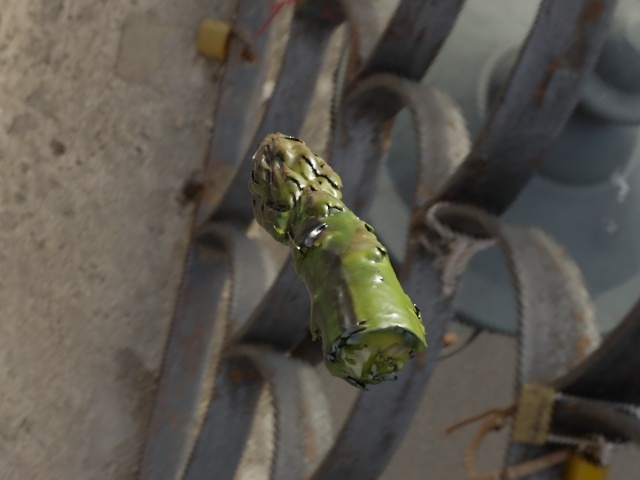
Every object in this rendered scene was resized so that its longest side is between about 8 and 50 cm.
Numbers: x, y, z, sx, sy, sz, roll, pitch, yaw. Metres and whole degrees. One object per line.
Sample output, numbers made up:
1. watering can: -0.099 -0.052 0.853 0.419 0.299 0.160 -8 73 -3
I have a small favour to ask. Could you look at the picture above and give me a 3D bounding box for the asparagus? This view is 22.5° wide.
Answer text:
1. asparagus: 0.000 0.000 0.551 0.030 0.165 0.036 37 100 -28
